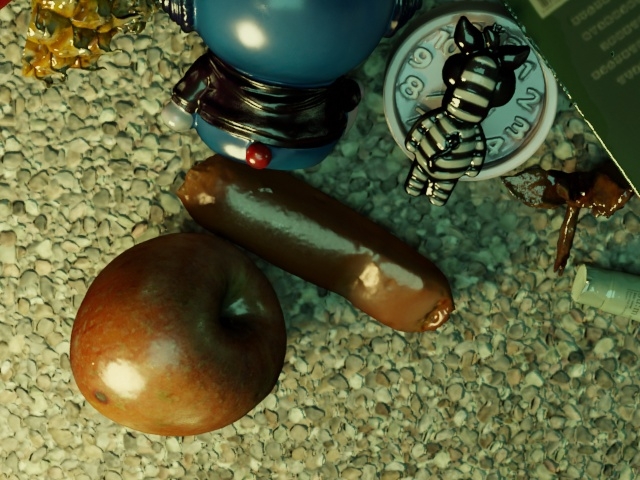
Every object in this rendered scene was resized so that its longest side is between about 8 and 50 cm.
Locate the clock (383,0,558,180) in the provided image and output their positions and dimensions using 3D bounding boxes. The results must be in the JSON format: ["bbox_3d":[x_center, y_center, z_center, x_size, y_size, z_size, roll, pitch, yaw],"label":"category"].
[{"bbox_3d":[0.169,-0.170,1.867,0.197,0.068,0.196,1,107,3],"label":"clock"}]

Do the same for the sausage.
[{"bbox_3d":[0.000,0.000,1.919,0.348,0.094,0.097,28,127,-7],"label":"sausage"}]

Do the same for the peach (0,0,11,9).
[{"bbox_3d":[-0.416,-0.360,1.657,0.370,0.370,0.370,1,108,3],"label":"peach"}]

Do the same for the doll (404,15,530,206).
[{"bbox_3d":[0.155,-0.141,1.807,0.091,0.067,0.219,23,114,-1],"label":"doll"}]

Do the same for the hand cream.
[{"bbox_3d":[0.399,0.075,1.944,0.205,0.050,0.078,14,108,-5],"label":"hand cream"}]

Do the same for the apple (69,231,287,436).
[{"bbox_3d":[-0.170,0.115,1.885,0.254,0.253,0.253,1,108,3],"label":"apple"}]

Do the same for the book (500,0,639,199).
[{"bbox_3d":[0.379,-0.204,1.728,0.260,0.043,0.371,-35,87,22],"label":"book"}]

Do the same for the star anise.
[{"bbox_3d":[0.289,-0.020,1.879,0.158,0.140,0.144,6,97,19],"label":"star anise"}]

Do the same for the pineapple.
[{"bbox_3d":[-0.243,-0.266,1.827,0.164,0.140,0.249,25,104,-6],"label":"pineapple"}]

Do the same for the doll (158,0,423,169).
[{"bbox_3d":[-0.039,-0.239,1.775,0.284,0.240,0.310,7,114,-12],"label":"doll"}]
